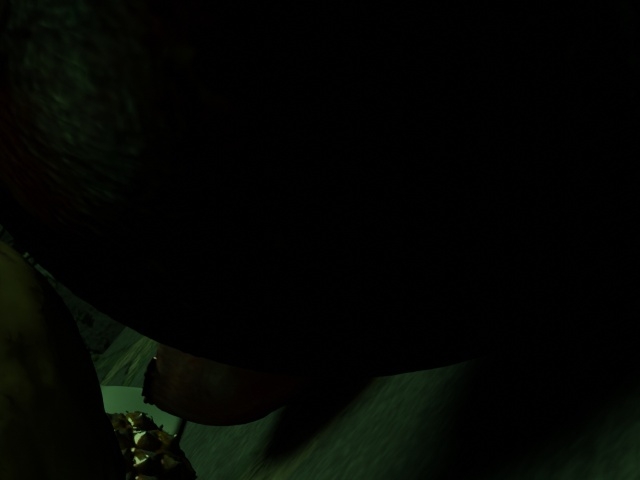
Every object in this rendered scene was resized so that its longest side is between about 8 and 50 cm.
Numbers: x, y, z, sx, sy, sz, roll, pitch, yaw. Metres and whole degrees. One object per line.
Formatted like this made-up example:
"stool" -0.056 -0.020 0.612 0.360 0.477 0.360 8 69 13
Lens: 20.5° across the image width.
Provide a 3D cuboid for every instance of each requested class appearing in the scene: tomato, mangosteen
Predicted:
"tomato" 0.004 0.000 0.871 0.228 0.101 0.228 -62 -1 -2
"mangosteen" 0.034 -0.115 0.573 0.360 0.306 0.306 -12 -6 -18

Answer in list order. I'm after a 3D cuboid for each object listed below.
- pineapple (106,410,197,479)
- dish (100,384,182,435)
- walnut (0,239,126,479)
"pineapple" -0.119 0.154 0.851 0.103 0.083 0.221 -46 9 36
"dish" -0.194 0.192 1.245 0.234 0.064 0.154 -50 7 8
"walnut" -0.204 0.140 0.526 0.306 0.306 0.344 -44 22 40
